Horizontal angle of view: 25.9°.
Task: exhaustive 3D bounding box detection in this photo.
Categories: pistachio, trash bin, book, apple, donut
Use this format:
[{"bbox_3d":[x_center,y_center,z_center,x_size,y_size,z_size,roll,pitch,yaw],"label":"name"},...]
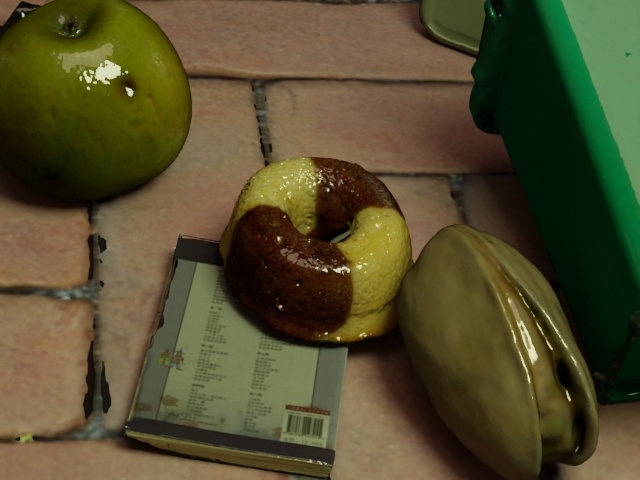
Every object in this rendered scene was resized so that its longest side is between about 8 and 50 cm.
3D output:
[{"bbox_3d":[0.135,0.083,1.053,0.135,0.136,0.226,-9,48,-19],"label":"pistachio"},{"bbox_3d":[0.288,-0.085,1.130,0.259,0.295,0.381,-8,58,-7],"label":"trash bin"},{"bbox_3d":[-0.057,0.087,1.111,0.157,0.026,0.231,10,40,-1],"label":"book"},{"bbox_3d":[-0.210,-0.131,1.249,0.196,0.157,0.196,-3,38,2],"label":"apple"},{"bbox_3d":[0.000,0.000,1.151,0.166,0.073,0.184,1,39,-6],"label":"donut"}]

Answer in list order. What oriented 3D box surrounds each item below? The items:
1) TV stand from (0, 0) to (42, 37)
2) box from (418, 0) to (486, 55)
[{"bbox_3d":[-0.324,-0.152,1.346,0.049,0.040,0.256,14,40,9],"label":"TV stand"},{"bbox_3d":[0.266,-0.270,1.510,0.274,0.138,0.178,23,37,18],"label":"box"}]
